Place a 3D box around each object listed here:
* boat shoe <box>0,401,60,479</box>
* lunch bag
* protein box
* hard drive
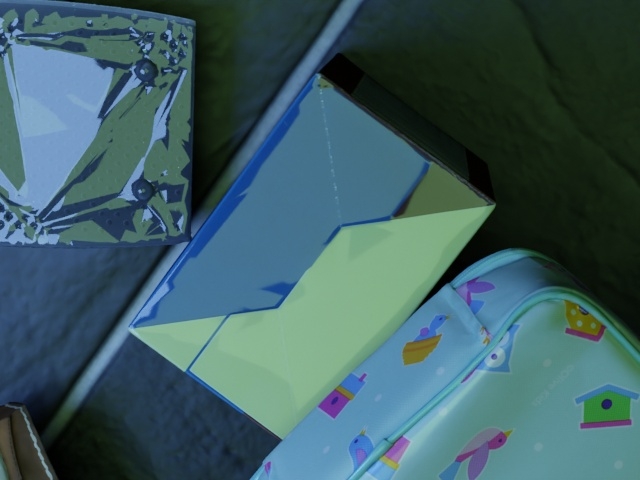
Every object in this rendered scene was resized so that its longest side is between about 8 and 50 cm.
[{"bbox_3d":[-0.161,0.264,1.232,0.120,0.122,0.324,-23,101,-23],"label":"boat shoe"},{"bbox_3d":[0.098,0.163,1.020,0.279,0.108,0.224,-45,113,7],"label":"lunch bag"},{"bbox_3d":[0.000,0.000,1.120,0.136,0.201,0.200,37,100,-2],"label":"protein box"},{"bbox_3d":[-0.211,-0.083,1.197,0.254,0.054,0.172,3,100,4],"label":"hard drive"}]
